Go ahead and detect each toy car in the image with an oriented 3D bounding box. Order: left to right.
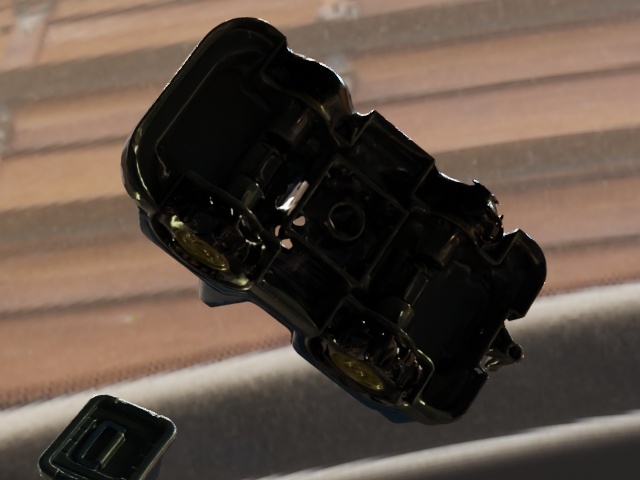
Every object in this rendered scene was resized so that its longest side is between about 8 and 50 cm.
[{"bbox_3d":[0.000,0.000,0.642,0.097,0.191,0.100,-56,-168,-22],"label":"toy car"}]

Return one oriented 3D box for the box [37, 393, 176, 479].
[{"bbox_3d":[-0.159,0.169,1.092,0.074,0.054,0.099,23,-142,12],"label":"box"}]
